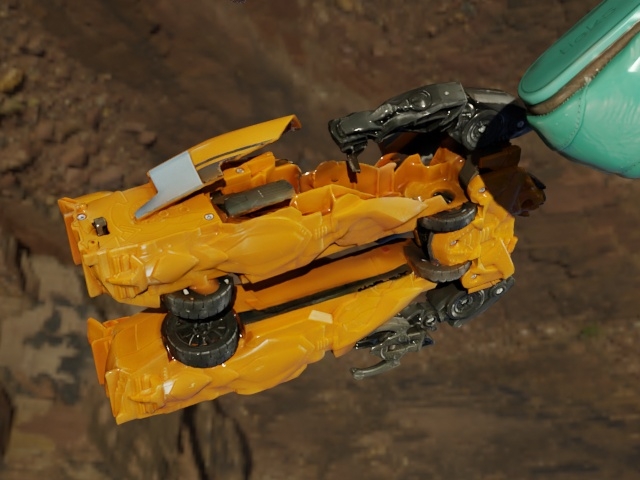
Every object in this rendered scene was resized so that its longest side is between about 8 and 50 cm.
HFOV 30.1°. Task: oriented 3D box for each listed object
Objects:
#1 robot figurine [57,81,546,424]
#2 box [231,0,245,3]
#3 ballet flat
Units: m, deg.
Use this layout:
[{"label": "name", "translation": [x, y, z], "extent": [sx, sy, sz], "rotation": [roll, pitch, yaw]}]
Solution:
[{"label": "robot figurine", "translation": [0.000, 0.000, 0.714], "extent": [0.291, 0.085, 0.211], "rotation": [-18, 136, -18]}, {"label": "box", "translation": [-0.064, -0.255, 0.557], "extent": [0.149, 0.232, 0.127], "rotation": [16, 168, -15]}, {"label": "ballet flat", "translation": [0.200, -0.123, 0.532], "extent": [0.087, 0.083, 0.247], "rotation": [38, 108, -16]}]
